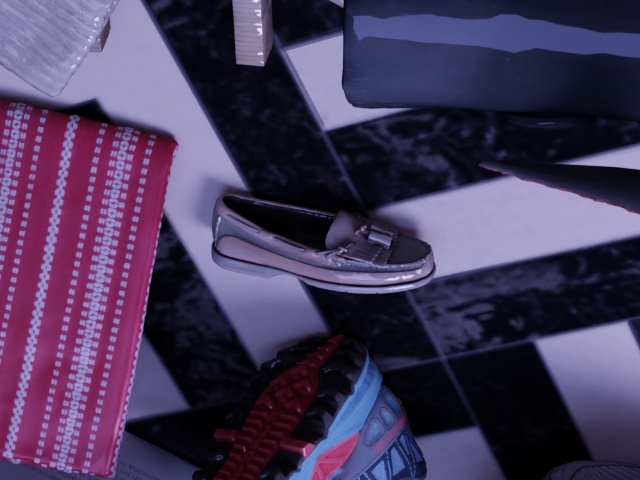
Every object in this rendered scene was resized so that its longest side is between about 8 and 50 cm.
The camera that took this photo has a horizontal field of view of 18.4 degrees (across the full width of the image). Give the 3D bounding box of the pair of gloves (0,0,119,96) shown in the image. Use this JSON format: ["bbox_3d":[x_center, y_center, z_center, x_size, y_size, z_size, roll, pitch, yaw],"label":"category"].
[{"bbox_3d":[-0.240,-0.106,1.005,0.204,0.042,0.240,44,119,-3],"label":"pair of gloves"}]

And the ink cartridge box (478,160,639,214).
[{"bbox_3d":[0.290,0.053,0.791,0.385,0.308,0.091,8,98,-25],"label":"ink cartridge box"}]

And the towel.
[{"bbox_3d":[-0.228,0.011,1.088,0.275,0.031,0.198,12,99,4],"label":"towel"}]

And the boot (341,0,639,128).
[{"bbox_3d":[0.223,-0.077,0.748,0.445,0.367,0.146,12,99,7],"label":"boot"}]

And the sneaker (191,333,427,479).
[{"bbox_3d":[-0.026,0.184,1.093,0.104,0.262,0.125,10,145,54],"label":"sneaker"}]

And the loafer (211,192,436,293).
[{"bbox_3d":[0.000,0.000,1.066,0.125,0.045,0.039,6,123,13],"label":"loafer"}]

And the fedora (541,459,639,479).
[{"bbox_3d":[0.202,0.212,1.105,0.275,0.244,0.124,26,101,-2],"label":"fedora"}]

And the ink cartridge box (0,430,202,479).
[{"bbox_3d":[-0.237,0.259,1.113,0.279,0.384,0.160,29,130,-10],"label":"ink cartridge box"}]

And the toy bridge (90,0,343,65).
[{"bbox_3d":[-0.034,-0.119,0.985,0.188,0.026,0.063,6,129,9],"label":"toy bridge"}]
